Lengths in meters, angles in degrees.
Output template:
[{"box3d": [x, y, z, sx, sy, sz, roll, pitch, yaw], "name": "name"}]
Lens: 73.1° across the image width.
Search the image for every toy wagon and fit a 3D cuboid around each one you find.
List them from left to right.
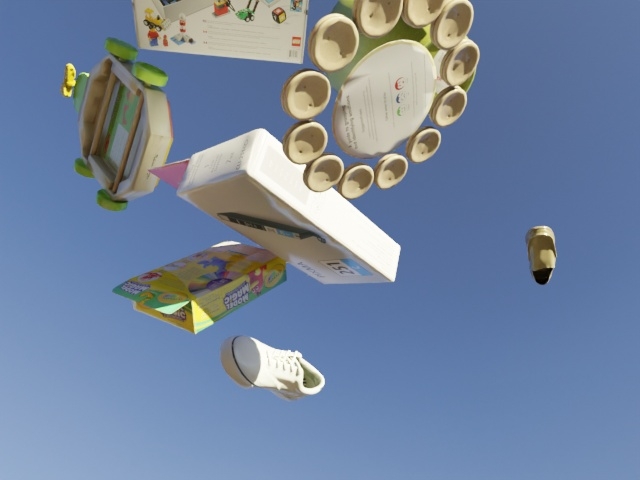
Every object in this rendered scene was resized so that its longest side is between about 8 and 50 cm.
[{"box3d": [-0.394, -0.233, 0.814, 0.344, 0.068, 0.267, 43, -64, 30], "name": "toy wagon"}]

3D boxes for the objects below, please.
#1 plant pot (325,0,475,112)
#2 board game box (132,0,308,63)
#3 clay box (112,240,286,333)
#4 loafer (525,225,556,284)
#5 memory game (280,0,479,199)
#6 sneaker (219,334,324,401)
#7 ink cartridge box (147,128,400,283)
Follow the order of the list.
[{"box3d": [0.175, -0.376, 0.888, 0.274, 0.294, 0.275, -10, -56, -15], "name": "plant pot"}, {"box3d": [-0.174, -0.434, 0.773, 0.305, 0.053, 0.193, 1, -53, -11], "name": "board game box"}, {"box3d": [-0.165, 0.063, 0.623, 0.127, 0.222, 0.053, 11, -67, 31], "name": "clay box"}, {"box3d": [0.450, 0.033, 0.873, 0.056, 0.050, 0.148, -13, -51, 20], "name": "loafer"}, {"box3d": [0.051, -0.110, 0.345, 0.186, 0.012, 0.186, -22, -40, -19], "name": "memory game"}, {"box3d": [-0.081, 0.233, 0.811, 0.091, 0.094, 0.258, -25, -38, 18], "name": "sneaker"}, {"box3d": [-0.072, -0.020, 0.618, 0.261, 0.066, 0.296, -6, -30, 41], "name": "ink cartridge box"}]
